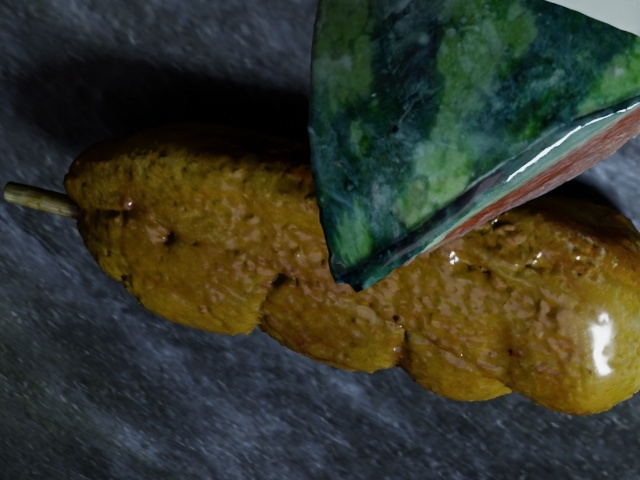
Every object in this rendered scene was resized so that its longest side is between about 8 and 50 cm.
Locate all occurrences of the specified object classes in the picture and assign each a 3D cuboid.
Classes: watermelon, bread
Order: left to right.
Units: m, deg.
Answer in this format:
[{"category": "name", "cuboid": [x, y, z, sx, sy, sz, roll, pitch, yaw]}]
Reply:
[{"category": "bread", "cuboid": [-0.001, 0.001, 0.791, 0.344, 0.084, 0.124, 13, 124, 19]}, {"category": "watermelon", "cuboid": [0.094, -0.051, 0.588, 0.202, 0.207, 0.136, 33, 178, -43]}]

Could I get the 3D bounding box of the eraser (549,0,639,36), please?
[{"category": "eraser", "cuboid": [0.200, -0.090, 0.476, 0.279, 0.124, 0.081, 22, 148, 4]}]
